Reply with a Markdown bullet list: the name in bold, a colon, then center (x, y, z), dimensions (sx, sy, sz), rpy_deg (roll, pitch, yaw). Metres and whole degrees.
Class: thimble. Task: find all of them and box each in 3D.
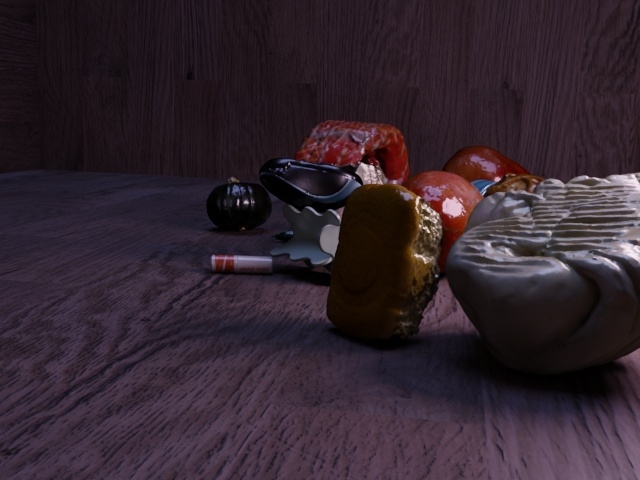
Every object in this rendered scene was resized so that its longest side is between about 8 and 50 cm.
- **thimble**: center (0.092, -0.185, 2.244), dimensions (0.231, 0.350, 0.350), rpy_deg (13, 13, 32)

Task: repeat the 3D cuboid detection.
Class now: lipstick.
- **lipstick**: center (-0.168, 0.051, 1.650), dimensions (0.131, 0.038, 0.038), rpy_deg (2, 9, -3)

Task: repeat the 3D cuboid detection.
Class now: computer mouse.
- **computer mouse**: center (-0.022, -0.114, 1.699), dimensions (0.233, 0.096, 0.137), rpy_deg (8, -17, -7)

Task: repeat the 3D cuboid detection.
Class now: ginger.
- **ginger**: center (0.478, -0.021, 1.718), dimensions (0.152, 0.274, 0.357), rpy_deg (-31, 3, 7)

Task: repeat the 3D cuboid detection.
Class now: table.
- **table**: center (0.000, 0.000, 1.645), dimensions (0.167, 0.166, 0.198), rpy_deg (-5, 10, -38)

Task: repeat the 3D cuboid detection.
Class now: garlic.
- **garlic**: center (0.028, -0.069, 1.895), dimensions (0.210, 0.237, 0.292), rpy_deg (7, -35, -40)

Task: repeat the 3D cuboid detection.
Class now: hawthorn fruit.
- **hawthorn fruit**: center (0.235, -0.034, 1.698), dimensions (0.263, 0.231, 0.235), rpy_deg (-9, -25, -32)
- **hawthorn fruit**: center (0.497, -0.142, 2.321), dimensions (0.312, 0.294, 0.295), rpy_deg (11, 11, 19)

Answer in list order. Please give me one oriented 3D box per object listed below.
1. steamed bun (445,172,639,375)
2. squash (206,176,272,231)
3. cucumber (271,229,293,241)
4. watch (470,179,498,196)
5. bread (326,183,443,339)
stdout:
- **steamed bun**: center (0.365, 0.060, 1.123), dimensions (0.339, 0.247, 0.352), rpy_deg (-6, 31, 16)
- **squash**: center (-0.235, -0.101, 2.242), dimensions (0.193, 0.155, 0.193), rpy_deg (13, -13, 3)
- **cucumber**: center (-0.055, -0.011, 2.070), dimensions (0.155, 0.037, 0.037), rpy_deg (4, 9, 8)
- **watch**: center (0.426, -0.058, 1.986), dimensions (0.211, 0.193, 0.211), rpy_deg (3, 7, 0)
- **bread**: center (0.098, 0.034, 1.209), dimensions (0.174, 0.245, 0.121), rpy_deg (12, 4, 44)
